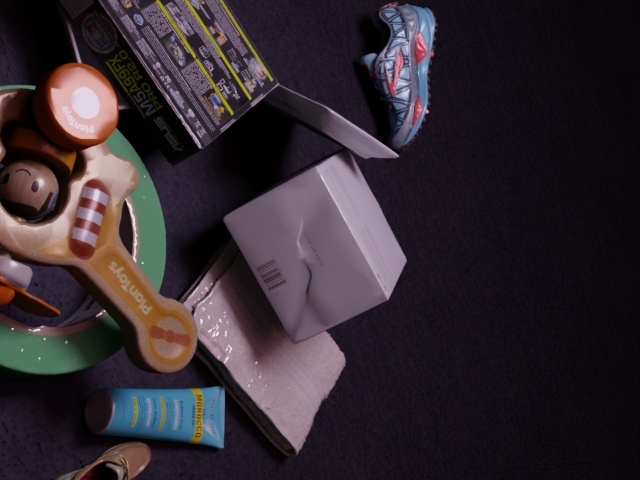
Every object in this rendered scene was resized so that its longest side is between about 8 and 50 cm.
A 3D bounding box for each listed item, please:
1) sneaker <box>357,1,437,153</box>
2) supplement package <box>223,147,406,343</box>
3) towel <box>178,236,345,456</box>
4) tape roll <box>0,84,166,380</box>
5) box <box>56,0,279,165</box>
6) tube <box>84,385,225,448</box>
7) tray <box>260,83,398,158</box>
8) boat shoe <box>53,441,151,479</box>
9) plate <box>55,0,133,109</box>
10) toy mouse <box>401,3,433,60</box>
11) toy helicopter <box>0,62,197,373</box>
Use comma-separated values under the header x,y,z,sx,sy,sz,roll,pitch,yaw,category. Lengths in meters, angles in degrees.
x,y,z,sx,sy,sz,roll,pitch,yaw,category
0.120,-0.280,1.588,0.125,0.104,0.262,8,82,-13,sneaker
0.000,0.000,1.252,0.194,0.149,0.203,62,17,-6,supplement package
-0.074,0.138,1.272,0.282,0.049,0.187,53,47,-24,towel
-0.321,-0.008,1.021,0.321,0.077,0.321,17,66,-44,tape roll
-0.189,-0.257,1.145,0.270,0.060,0.216,56,37,-15,box
-0.192,0.214,1.128,0.207,0.052,0.080,16,75,-50,tube
-0.016,-0.176,1.298,0.145,0.270,0.030,27,95,-39,tray
-0.242,0.270,1.052,0.135,0.045,0.050,-24,97,-48,boat shoe
-0.239,-0.291,1.188,0.277,0.045,0.278,-13,82,-53,plate
0.169,-0.377,1.695,0.161,0.031,0.143,57,45,-20,toy mouse
-0.251,0.014,0.937,0.355,0.140,0.235,56,47,-25,toy helicopter
